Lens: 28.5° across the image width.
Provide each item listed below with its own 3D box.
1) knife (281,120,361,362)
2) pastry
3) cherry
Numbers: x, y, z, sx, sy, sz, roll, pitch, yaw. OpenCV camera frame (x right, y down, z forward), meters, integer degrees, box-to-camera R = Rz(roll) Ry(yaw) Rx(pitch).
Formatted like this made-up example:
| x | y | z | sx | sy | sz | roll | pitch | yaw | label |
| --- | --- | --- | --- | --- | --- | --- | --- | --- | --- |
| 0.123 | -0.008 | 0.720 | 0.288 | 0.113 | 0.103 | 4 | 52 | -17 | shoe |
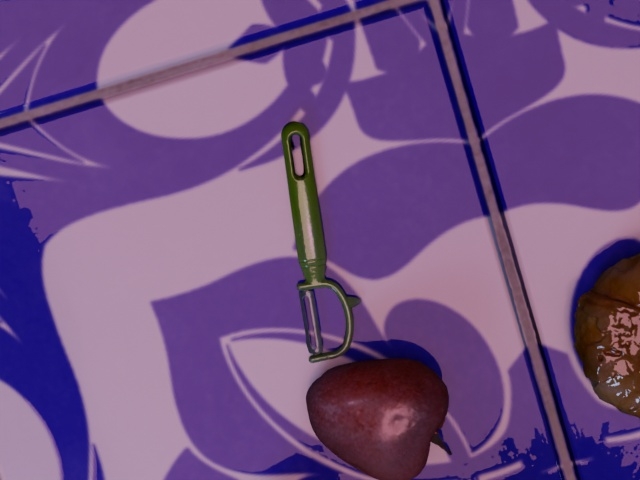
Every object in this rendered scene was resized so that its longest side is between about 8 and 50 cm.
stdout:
| x | y | z | sx | sy | sz | roll | pitch | yaw | label |
| --- | --- | --- | --- | --- | --- | --- | --- | --- | --- |
| 0.000 | 0.000 | 1.096 | 0.054 | 0.015 | 0.212 | -9 | 96 | 2 | knife |
| 0.288 | 0.081 | 1.065 | 0.153 | 0.081 | 0.153 | 2 | 106 | 7 | pastry |
| 0.052 | 0.154 | 1.077 | 0.126 | 0.087 | 0.106 | -4 | 92 | -1 | cherry |
